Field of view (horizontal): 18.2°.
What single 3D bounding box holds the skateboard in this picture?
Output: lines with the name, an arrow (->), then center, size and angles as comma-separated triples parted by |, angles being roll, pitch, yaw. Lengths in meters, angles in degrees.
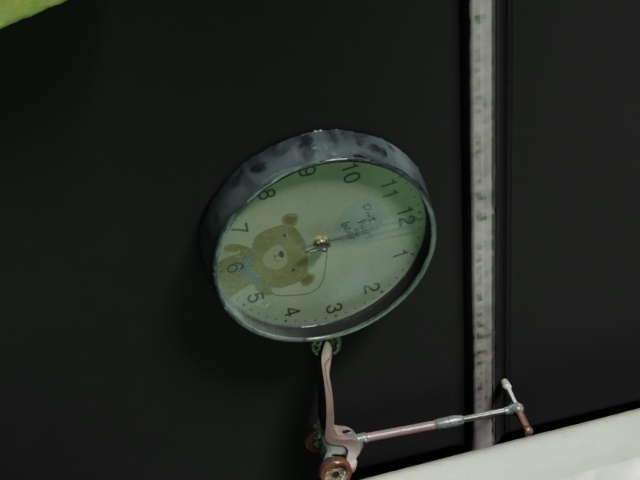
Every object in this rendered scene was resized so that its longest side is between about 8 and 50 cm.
skateboard -> 0.036, 0.056, 0.747 | 0.083, 0.032, 0.064 | -8, 120, -10

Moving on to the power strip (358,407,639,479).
power strip -> 0.170, 0.090, 0.790 | 0.367, 0.043, 0.106 | -13, 155, -10

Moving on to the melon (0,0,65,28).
melon -> -0.131, -0.118, 0.519 | 0.209, 0.064, 0.118 | 26, 115, -37

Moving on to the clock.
clock -> 0.000, 0.000, 0.692 | 0.085, 0.017, 0.085 | -10, 131, -12
